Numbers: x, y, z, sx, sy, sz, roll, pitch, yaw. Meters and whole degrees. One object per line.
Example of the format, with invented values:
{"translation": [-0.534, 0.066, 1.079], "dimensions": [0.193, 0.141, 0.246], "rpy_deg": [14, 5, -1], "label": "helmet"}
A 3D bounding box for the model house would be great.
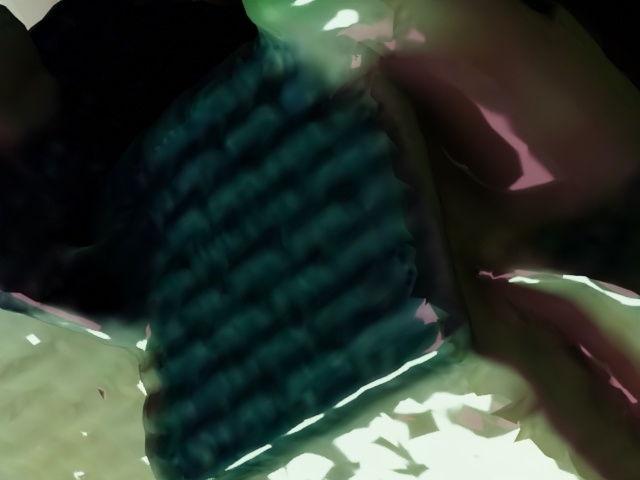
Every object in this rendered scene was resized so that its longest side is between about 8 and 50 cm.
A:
{"translation": [-0.001, 0.002, 0.665], "dimensions": [0.284, 0.243, 0.298], "rpy_deg": [43, 131, -15], "label": "model house"}

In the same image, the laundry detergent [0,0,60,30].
{"translation": [-0.161, -0.127, 0.814], "dimensions": [0.159, 0.088, 0.335], "rpy_deg": [1, 124, 36], "label": "laundry detergent"}
